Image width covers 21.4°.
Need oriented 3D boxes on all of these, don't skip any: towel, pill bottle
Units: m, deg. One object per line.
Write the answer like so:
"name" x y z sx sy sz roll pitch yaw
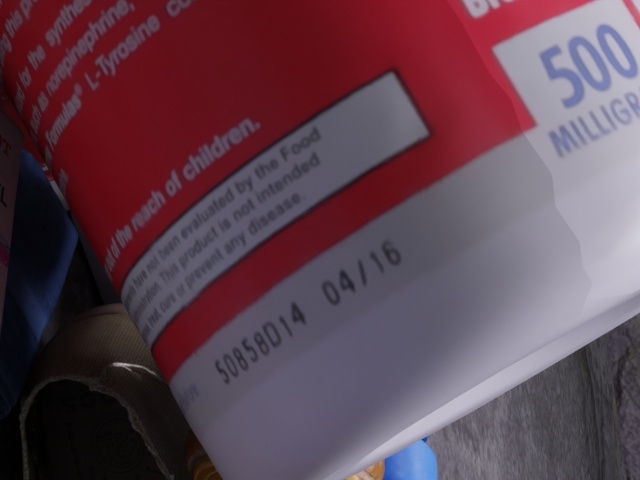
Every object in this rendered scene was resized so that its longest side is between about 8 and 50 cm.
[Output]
"towel" -0.139 0.017 0.716 0.119 0.029 0.067 -77 152 -49
"pill bottle" -0.027 -0.131 0.612 0.407 0.229 0.229 60 15 9

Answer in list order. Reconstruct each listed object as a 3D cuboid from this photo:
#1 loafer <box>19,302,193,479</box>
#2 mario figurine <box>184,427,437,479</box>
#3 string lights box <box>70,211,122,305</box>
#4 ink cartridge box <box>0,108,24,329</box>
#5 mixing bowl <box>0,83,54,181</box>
"loafer" -0.079 0.162 0.731 0.092 0.102 0.268 -7 78 -71
"mario figurine" 0.000 0.000 0.814 0.198 0.170 0.320 106 -3 -55
"string lights box" -0.043 -0.010 0.950 0.259 0.077 0.133 -59 134 -64
"ink cartridge box" -0.162 -0.007 0.556 0.092 0.090 0.143 54 31 -55
"mixing bowl" -0.103 -0.123 0.790 0.181 0.098 0.181 -9 90 -73
